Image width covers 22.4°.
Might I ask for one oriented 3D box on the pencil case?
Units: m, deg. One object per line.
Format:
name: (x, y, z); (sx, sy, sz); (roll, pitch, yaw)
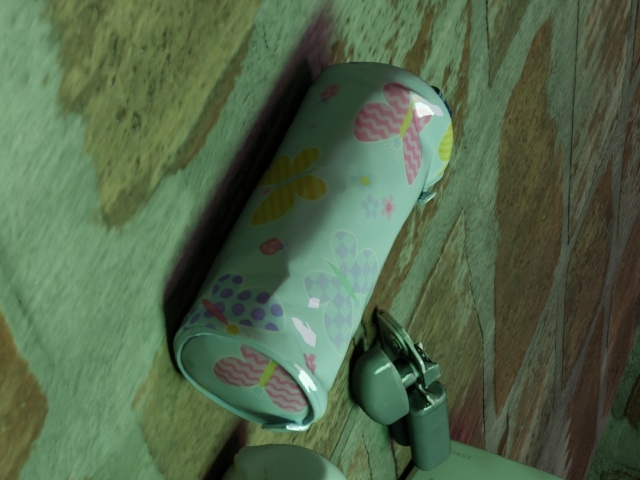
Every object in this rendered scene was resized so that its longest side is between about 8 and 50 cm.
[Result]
pencil case: (0.000, 0.000, 1.143); (0.124, 0.113, 0.273); (58, 48, -39)

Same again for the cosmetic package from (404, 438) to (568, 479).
cosmetic package: (0.199, 0.509, 1.880); (0.329, 0.327, 0.394); (-48, 151, -55)

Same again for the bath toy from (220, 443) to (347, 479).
bath toy: (-0.048, 0.305, 1.174); (0.348, 0.151, 0.129); (-85, 175, -50)

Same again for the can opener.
can opener: (0.076, 0.167, 1.653); (0.095, 0.076, 0.283); (-34, 151, -13)
